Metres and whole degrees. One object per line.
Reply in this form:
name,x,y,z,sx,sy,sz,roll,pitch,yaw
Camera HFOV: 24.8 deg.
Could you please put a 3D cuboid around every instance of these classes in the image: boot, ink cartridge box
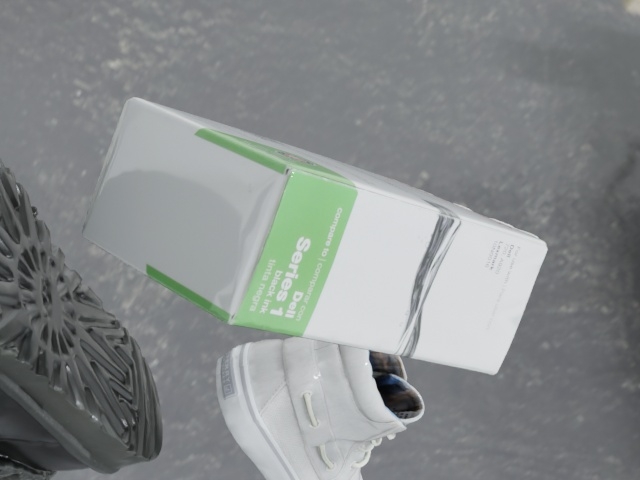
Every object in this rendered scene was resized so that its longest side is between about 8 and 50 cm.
boot,0.022,0.150,1.105,0.123,0.258,0.095,-14,56,12
ink cartridge box,0.000,0.000,0.854,0.219,0.160,0.093,16,97,-42
boot,-0.281,0.077,0.894,0.260,0.348,0.131,-18,44,12
